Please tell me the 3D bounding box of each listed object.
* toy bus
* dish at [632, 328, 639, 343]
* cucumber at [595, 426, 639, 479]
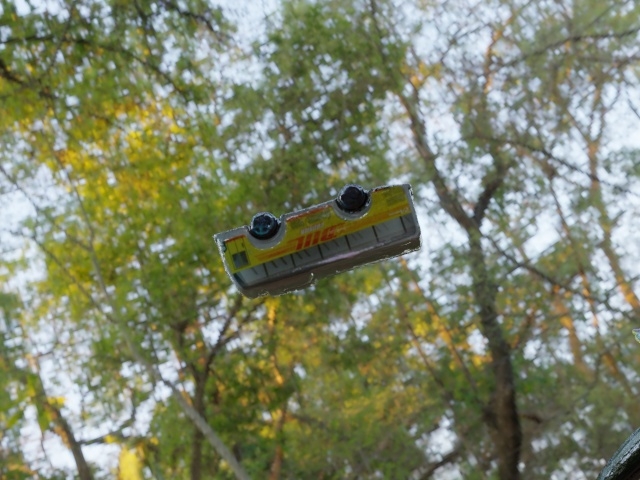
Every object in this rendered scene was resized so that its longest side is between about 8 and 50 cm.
[{"bbox_3d":[0.000,0.000,1.280,0.268,0.106,0.092,-16,-16,3],"label":"toy bus"},{"bbox_3d":[0.646,0.211,1.699,0.148,0.207,0.080,-16,-70,-45],"label":"dish"},{"bbox_3d":[0.489,0.270,1.372,0.284,0.056,0.056,-41,-31,3],"label":"cucumber"}]
